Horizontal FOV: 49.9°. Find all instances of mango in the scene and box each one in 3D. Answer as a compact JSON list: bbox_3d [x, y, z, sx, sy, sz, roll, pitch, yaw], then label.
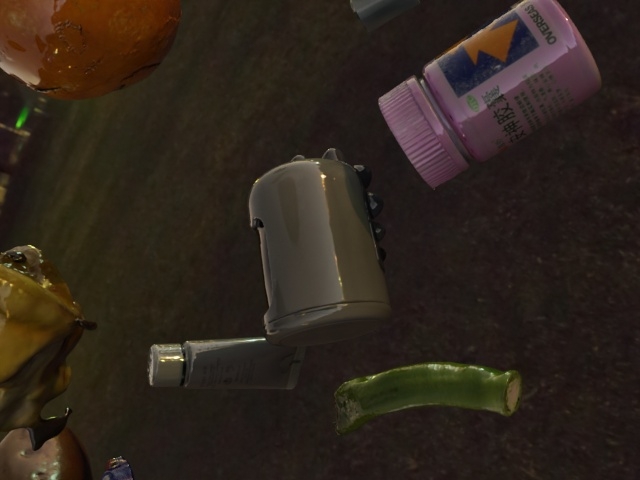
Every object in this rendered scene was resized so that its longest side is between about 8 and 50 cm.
[{"bbox_3d":[-0.503,0.429,1.216,0.287,0.201,0.153,-133,52,-63],"label":"mango"}]

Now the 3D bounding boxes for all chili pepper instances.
[{"bbox_3d":[0.080,0.137,0.613,0.201,0.050,0.052,-17,49,36],"label":"chili pepper"}]

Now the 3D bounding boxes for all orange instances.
[{"bbox_3d":[-0.291,-0.287,0.823,0.246,0.246,0.246,-42,35,40],"label":"orange"}]

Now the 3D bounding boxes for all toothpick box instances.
[{"bbox_3d":[0.000,0.000,1.137,0.229,0.229,0.317,-31,62,50],"label":"toothpick box"}]

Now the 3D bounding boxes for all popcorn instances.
[{"bbox_3d":[-0.483,0.153,1.005,0.316,0.280,0.297,-61,-12,1],"label":"popcorn"}]

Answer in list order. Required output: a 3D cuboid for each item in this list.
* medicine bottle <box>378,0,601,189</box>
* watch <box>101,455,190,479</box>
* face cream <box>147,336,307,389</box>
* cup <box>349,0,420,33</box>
[{"bbox_3d":[0.251,-0.224,1.045,0.290,0.178,0.178,-31,38,16],"label":"medicine bottle"},{"bbox_3d":[-0.241,0.460,1.070,0.171,0.200,0.196,41,118,46],"label":"watch"},{"bbox_3d":[-0.178,0.244,1.353,0.089,0.314,0.143,-123,42,-56],"label":"face cream"},{"bbox_3d":[0.122,-0.517,1.420,0.129,0.095,0.128,-23,69,16],"label":"cup"}]
